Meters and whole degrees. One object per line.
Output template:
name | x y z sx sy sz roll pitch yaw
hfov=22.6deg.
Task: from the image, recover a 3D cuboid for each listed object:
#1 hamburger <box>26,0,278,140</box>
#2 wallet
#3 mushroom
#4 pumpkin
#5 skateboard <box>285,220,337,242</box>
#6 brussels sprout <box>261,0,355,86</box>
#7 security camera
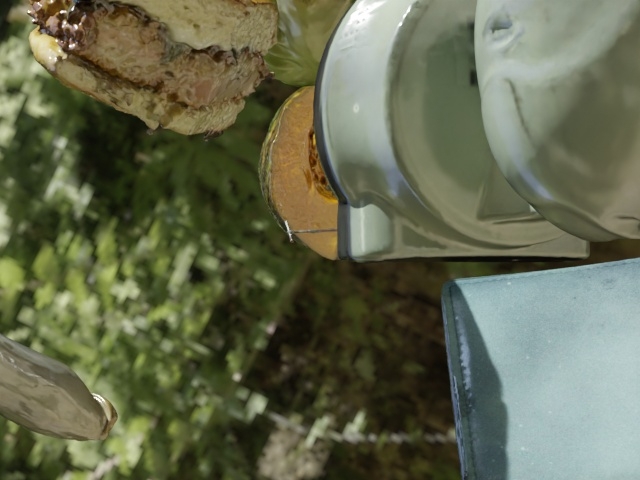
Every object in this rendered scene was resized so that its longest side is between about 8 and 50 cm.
hamburger | -0.158 -0.198 1.502 0.155 0.245 0.282 -57 5 13
wallet | 0.241 0.135 1.453 0.054 0.251 0.290 84 -179 -51
mushroom | -0.355 0.125 1.639 0.109 0.351 0.097 -12 53 51
pumpkin | -0.044 -0.087 2.105 0.163 0.111 0.278 -38 42 56
skateboard | 0.000 0.000 1.768 0.064 0.083 0.032 109 154 -48
brussels sprout | 0.013 -0.300 1.723 0.294 0.227 0.259 7 -102 -82
security camera | 0.131 -0.085 0.893 0.277 0.197 0.191 173 98 -65
